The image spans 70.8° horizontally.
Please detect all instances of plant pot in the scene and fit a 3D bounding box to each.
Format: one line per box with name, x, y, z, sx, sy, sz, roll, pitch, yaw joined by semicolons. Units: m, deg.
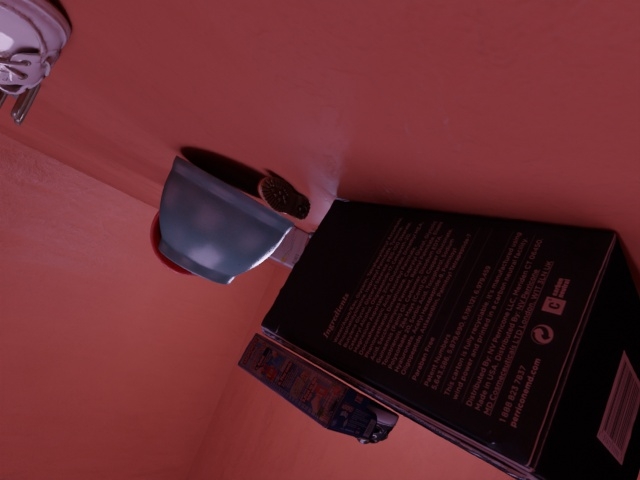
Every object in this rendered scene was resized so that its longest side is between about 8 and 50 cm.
plant pot;-0.231;-0.027;0.990;0.293;0.196;0.293;30;180;0
plant pot;-0.459;-0.033;1.604;0.275;0.275;0.243;25;-179;-20

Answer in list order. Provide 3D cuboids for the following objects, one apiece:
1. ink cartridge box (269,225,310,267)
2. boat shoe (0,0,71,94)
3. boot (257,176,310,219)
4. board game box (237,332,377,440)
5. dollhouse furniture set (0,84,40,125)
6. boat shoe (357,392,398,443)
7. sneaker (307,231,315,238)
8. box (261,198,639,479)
ink cartridge box;-0.117;0.005;1.348;0.067;0.115;0.198;14;167;48
boat shoe;-0.374;-0.233;0.548;0.098;0.096;0.277;27;170;-26
boot;-0.092;-0.088;0.896;0.084;0.059;0.158;23;174;29
board game box;-0.020;0.218;0.681;0.194;0.060;0.194;23;164;31
dollhouse furniture set;-0.669;-0.274;0.833;0.212;0.161;0.242;27;171;-29
boat shoe;0.092;0.332;0.818;0.080;0.076;0.228;25;165;21
sneaker;0.000;0.000;1.297;0.069;0.038;0.098;17;161;42
box;0.246;0.193;0.770;0.472;0.297;0.480;11;157;48
